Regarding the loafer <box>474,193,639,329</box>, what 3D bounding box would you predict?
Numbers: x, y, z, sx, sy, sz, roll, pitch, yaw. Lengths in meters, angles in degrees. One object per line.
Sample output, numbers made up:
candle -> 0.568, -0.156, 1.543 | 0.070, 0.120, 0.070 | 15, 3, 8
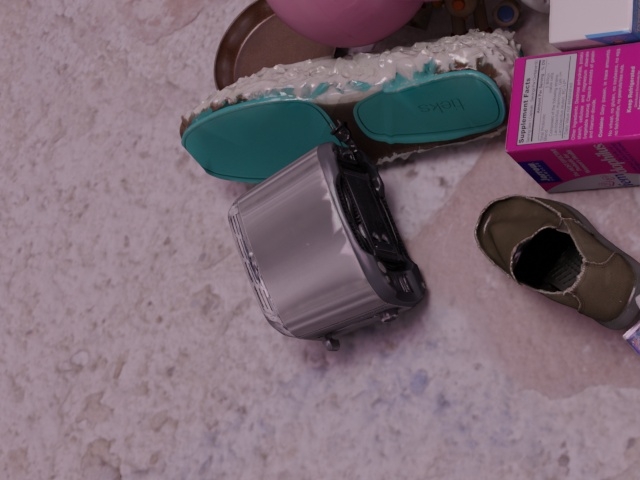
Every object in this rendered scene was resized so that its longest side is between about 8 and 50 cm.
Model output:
loafer -> 0.224, 0.006, 1.908 | 0.251, 0.087, 0.094 | 31, 96, 57

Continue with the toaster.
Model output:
toaster -> 0.000, 0.000, 2.043 | 0.146, 0.129, 0.227 | -28, 73, 21

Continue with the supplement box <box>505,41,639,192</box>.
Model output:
supplement box -> 0.309, -0.125, 1.937 | 0.220, 0.111, 0.114 | -4, 66, 32

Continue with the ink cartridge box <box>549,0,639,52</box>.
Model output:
ink cartridge box -> 0.305, -0.226, 1.975 | 0.092, 0.143, 0.090 | -4, 75, 32

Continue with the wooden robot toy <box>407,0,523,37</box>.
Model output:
wooden robot toy -> 0.165, -0.253, 2.097 | 0.173, 0.079, 0.076 | -8, 102, 15

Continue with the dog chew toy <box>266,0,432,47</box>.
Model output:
dog chew toy -> 0.090, -0.329, 2.018 | 0.332, 0.206, 0.206 | -18, 58, 34

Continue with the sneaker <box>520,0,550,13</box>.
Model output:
sneaker -> 0.284, -0.402, 2.093 | 0.150, 0.135, 0.366 | 17, 68, 45

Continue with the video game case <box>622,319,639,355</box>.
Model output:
video game case -> 0.357, 0.106, 1.823 | 0.087, 0.011, 0.122 | -44, 76, 7

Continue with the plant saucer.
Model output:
plant saucer -> -0.047, -0.216, 2.261 | 0.168, 0.029, 0.168 | -14, 61, 27

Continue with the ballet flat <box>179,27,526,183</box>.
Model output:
ballet flat -> 0.046, -0.152, 2.127 | 0.409, 0.147, 0.147 | -7, 64, 26

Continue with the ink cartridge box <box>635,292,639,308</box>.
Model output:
ink cartridge box -> 0.415, 0.061, 1.739 | 0.212, 0.093, 0.154 | -32, 83, 20
